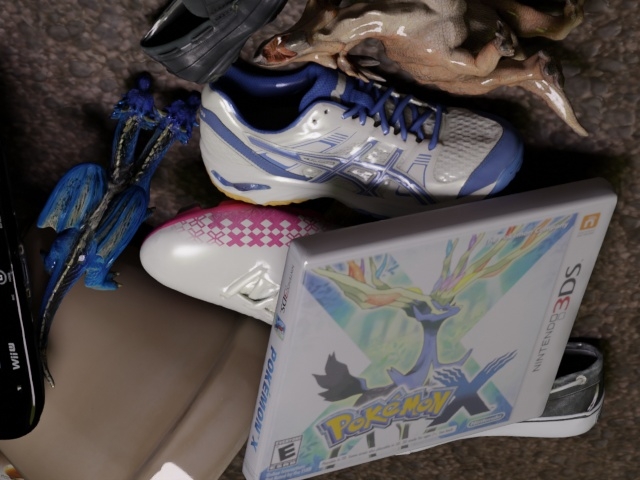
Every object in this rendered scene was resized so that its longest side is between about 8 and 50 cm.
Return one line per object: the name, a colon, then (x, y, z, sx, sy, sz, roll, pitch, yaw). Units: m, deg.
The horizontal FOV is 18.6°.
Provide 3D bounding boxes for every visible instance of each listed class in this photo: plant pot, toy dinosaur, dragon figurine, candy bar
plant pot: (-0.221, 0.124, 1.944, 0.280, 0.323, 0.323, 38, 134, -10)
toy dinosaur: (0.098, -0.169, 1.647, 0.200, 0.127, 0.295, -20, 147, 40)
dragon figurine: (-0.206, -0.018, 1.788, 0.085, 0.289, 0.144, 29, 159, 3)
candy bar: (0.000, 0.000, 1.946, 0.040, 0.018, 0.161, 24, 139, -15)

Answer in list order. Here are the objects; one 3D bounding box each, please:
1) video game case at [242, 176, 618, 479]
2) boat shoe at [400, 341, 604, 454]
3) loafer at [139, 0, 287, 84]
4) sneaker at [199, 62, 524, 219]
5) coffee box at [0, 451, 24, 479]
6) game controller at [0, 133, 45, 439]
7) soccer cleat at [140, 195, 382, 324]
video game case: (0.099, 0.089, 1.809, 0.329, 0.036, 0.300, -11, 136, -25)
boat shoe: (0.145, 0.152, 2.040, 0.306, 0.113, 0.105, 0, 135, 4)
loafer: (-0.082, -0.208, 1.652, 0.078, 0.076, 0.223, 17, 145, -24)
sneaker: (0.033, -0.097, 1.748, 0.296, 0.112, 0.131, 0, 139, 7)
coffee box: (-0.280, 0.220, 2.199, 0.246, 0.098, 0.141, 19, 140, -14)
game controller: (-0.337, 0.028, 1.770, 0.166, 0.067, 0.319, 4, 109, 36)
soccer cleat: (-0.005, 0.045, 1.843, 0.331, 0.143, 0.116, 4, 145, -26)
